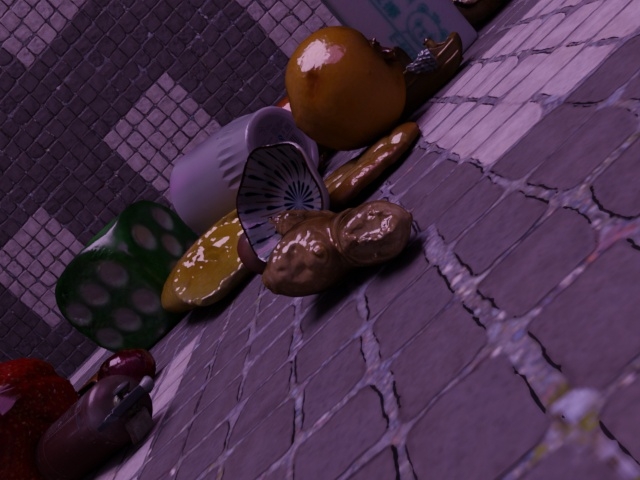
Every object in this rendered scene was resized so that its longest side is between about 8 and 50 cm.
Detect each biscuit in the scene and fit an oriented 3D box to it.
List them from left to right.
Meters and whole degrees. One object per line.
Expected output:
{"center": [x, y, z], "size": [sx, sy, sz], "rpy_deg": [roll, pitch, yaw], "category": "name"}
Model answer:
{"center": [0.058, -0.110, 0.980], "size": [0.203, 0.041, 0.260], "rpy_deg": [-50, 13, -20], "category": "biscuit"}

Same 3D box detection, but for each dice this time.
{"center": [-0.475, 0.097, 1.593], "size": [0.297, 0.287, 0.300], "rpy_deg": [-41, 11, 22], "category": "dice"}

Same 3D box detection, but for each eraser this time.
{"center": [0.150, -0.447, 1.214], "size": [0.189, 0.290, 0.104], "rpy_deg": [-45, 11, -2], "category": "eraser"}

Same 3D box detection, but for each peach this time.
{"center": [-0.095, 0.016, 0.992], "size": [0.083, 0.083, 0.083], "rpy_deg": [-44, 11, 10], "category": "peach"}

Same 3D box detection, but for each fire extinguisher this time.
{"center": [-0.308, 0.259, 0.851], "size": [0.269, 0.105, 0.105], "rpy_deg": [-39, 13, 37], "category": "fire extinguisher"}

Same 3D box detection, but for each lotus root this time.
{"center": [0.326, -0.552, 1.338], "size": [0.160, 0.146, 0.284], "rpy_deg": [-22, 16, 20], "category": "lotus root"}

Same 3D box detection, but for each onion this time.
{"center": [-0.350, 0.243, 1.112], "size": [0.107, 0.097, 0.107], "rpy_deg": [-30, -17, -10], "category": "onion"}

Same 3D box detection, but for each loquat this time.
{"center": [0.041, -0.254, 1.032], "size": [0.208, 0.208, 0.208], "rpy_deg": [-44, 11, 10], "category": "loquat"}

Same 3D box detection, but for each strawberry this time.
{"center": [-0.505, 0.307, 1.008], "size": [0.239, 0.250, 0.288], "rpy_deg": [-50, -11, -38], "category": "strawberry"}

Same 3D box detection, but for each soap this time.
{"center": [-0.215, 0.031, 1.308], "size": [0.306, 0.115, 0.427], "rpy_deg": [-53, 13, -21], "category": "soap"}

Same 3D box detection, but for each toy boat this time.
{"center": [0.130, -0.284, 1.153], "size": [0.310, 0.115, 0.089], "rpy_deg": [-38, 10, 37], "category": "toy boat"}

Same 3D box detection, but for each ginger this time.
{"center": [0.000, 0.000, 0.682], "size": [0.148, 0.081, 0.333], "rpy_deg": [-41, 11, -1], "category": "ginger"}

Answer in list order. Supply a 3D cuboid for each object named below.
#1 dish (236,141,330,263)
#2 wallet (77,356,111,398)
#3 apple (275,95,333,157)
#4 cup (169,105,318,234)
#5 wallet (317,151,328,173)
{"center": [-0.043, -0.055, 0.915], "size": [0.066, 0.191, 0.190], "rpy_deg": [-8, -21, -45], "category": "dish"}
{"center": [-0.600, 0.370, 1.712], "size": [0.195, 0.042, 0.161], "rpy_deg": [-36, 14, 44], "category": "wallet"}
{"center": [-0.038, -0.315, 1.657], "size": [0.234, 0.173, 0.210], "rpy_deg": [-24, -19, -30], "category": "apple"}
{"center": [-0.191, -0.168, 1.525], "size": [0.371, 0.253, 0.253], "rpy_deg": [-24, 23, 49], "category": "cup"}
{"center": [-0.043, -0.153, 1.577], "size": [0.176, 0.026, 0.095], "rpy_deg": [-40, 18, 38], "category": "wallet"}
